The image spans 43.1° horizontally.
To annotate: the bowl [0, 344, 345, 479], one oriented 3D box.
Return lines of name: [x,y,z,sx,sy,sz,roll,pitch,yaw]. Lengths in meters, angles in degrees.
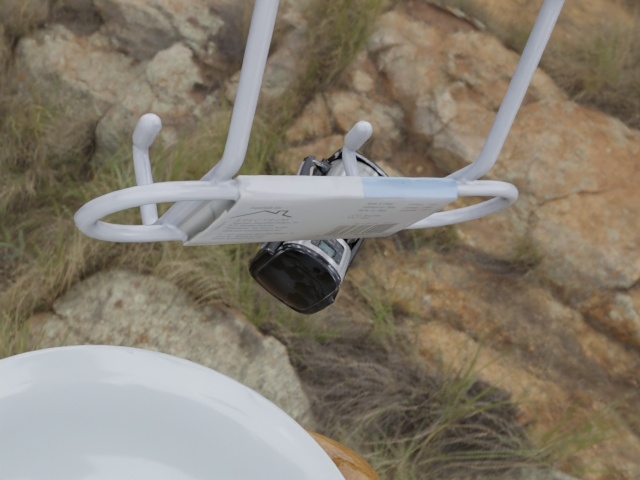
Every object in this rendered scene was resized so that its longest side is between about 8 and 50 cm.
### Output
bowl: [-0.125,0.210,0.481,0.298,0.134,0.298,18,31,-11]

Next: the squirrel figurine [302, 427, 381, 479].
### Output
squirrel figurine: [-0.058,0.393,0.797,0.370,0.281,0.397,-31,69,-17]

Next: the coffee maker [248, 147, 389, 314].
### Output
coffee maker: [0.000,0.000,1.011,0.120,0.171,0.178,26,55,8]

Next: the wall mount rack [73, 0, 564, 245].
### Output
wall mount rack: [0.013,-0.085,0.564,0.350,0.304,0.130,-3,76,-30]
